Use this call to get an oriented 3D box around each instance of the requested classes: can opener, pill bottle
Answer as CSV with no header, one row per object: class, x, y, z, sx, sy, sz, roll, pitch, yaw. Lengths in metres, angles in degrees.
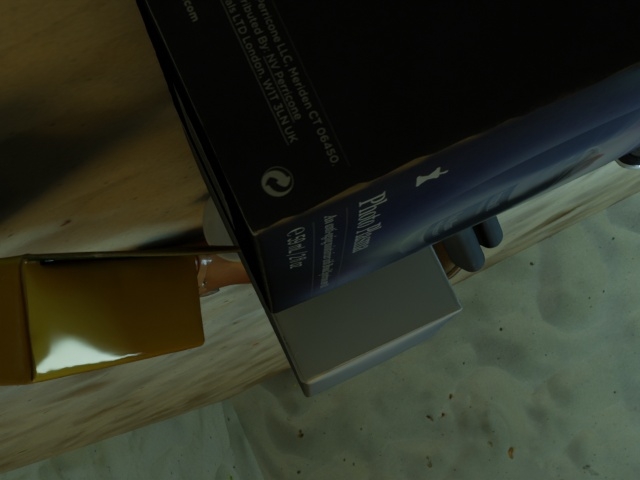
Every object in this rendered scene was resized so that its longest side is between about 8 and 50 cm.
can opener,0.160,-0.048,1.181,0.076,0.095,0.283,-52,146,-13
pill bottle,-0.051,-0.022,1.116,0.078,0.078,0.137,-30,170,29

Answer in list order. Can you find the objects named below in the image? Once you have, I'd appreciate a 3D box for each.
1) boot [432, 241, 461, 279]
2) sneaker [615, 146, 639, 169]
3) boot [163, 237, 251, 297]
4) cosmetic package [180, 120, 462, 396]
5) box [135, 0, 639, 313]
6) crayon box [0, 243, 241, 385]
boot,0.128,0.026,1.755,0.115,0.112,0.305,-1,159,-41
sneaker,0.509,-0.193,1.509,0.269,0.101,0.153,-34,167,20
boot,-0.122,0.020,1.201,0.197,0.073,0.152,-32,164,25
cosmetic package,0.000,0.000,0.919,0.138,0.224,0.224,-24,171,-5
box,0.065,-0.106,0.648,0.294,0.182,0.296,-25,171,-5
crayon box,-0.227,0.054,0.775,0.319,0.081,0.202,-6,178,26
